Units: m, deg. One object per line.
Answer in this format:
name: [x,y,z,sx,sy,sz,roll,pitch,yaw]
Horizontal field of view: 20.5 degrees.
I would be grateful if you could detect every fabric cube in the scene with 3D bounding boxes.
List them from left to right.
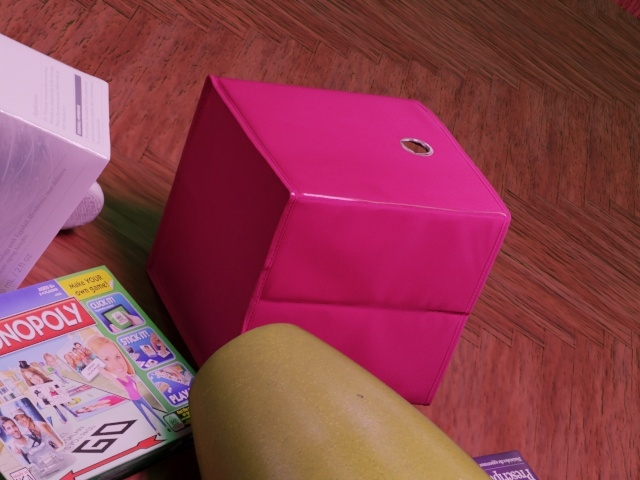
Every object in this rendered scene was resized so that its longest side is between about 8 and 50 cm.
fabric cube: [0.000,0.000,1.877,0.258,0.259,0.254,5,31,-28]

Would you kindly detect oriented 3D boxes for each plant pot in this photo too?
plant pot: [0.001,0.227,1.657,0.275,0.275,0.293,4,40,-46]

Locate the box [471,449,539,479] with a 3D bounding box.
box: [0.156,0.329,1.852,0.261,0.103,0.184,-1,51,-50]

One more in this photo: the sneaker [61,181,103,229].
sneaker: [-0.341,-0.098,1.879,0.240,0.091,0.126,21,33,-28]

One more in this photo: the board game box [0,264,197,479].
board game box: [-0.251,0.141,1.699,0.213,0.046,0.317,49,30,14]

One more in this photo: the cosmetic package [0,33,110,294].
cosmetic package: [-0.354,-0.082,1.704,0.225,0.224,0.138,25,32,-25]
